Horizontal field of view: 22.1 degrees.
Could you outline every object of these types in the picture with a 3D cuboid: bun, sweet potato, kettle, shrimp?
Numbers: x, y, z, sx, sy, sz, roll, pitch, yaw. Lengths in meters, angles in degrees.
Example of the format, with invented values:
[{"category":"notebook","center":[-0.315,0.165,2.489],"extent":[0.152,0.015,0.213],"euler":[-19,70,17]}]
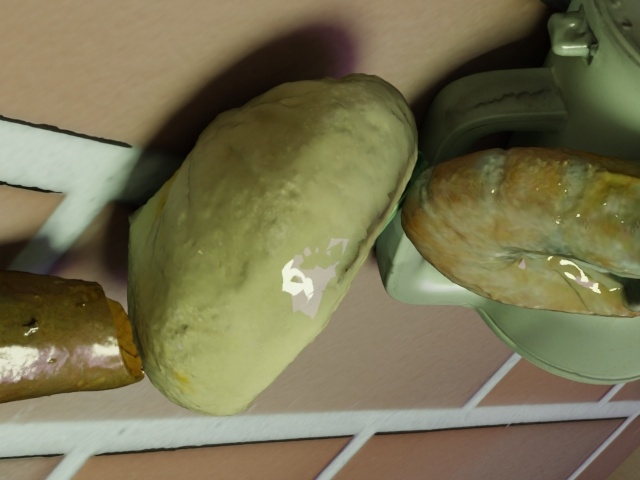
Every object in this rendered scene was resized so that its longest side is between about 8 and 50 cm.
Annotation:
[{"category":"bun","center":[-0.040,-0.009,0.943],"extent":[0.222,0.127,0.222],"euler":[-59,-178,4]},{"category":"sweet potato","center":[-0.204,0.054,0.851],"extent":[0.243,0.077,0.077],"euler":[-3,139,-31]},{"category":"kettle","center":[0.215,-0.048,1.172],"extent":[0.265,0.205,0.318],"euler":[-30,158,-32]},{"category":"shrimp","center":[0.207,0.008,1.067],"extent":[0.168,0.317,0.077],"euler":[81,22,-60]}]

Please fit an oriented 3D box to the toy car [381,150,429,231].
[{"category":"toy car","center":[0.000,0.000,1.093],"extent":[0.186,0.058,0.093],"euler":[-45,158,4]}]
